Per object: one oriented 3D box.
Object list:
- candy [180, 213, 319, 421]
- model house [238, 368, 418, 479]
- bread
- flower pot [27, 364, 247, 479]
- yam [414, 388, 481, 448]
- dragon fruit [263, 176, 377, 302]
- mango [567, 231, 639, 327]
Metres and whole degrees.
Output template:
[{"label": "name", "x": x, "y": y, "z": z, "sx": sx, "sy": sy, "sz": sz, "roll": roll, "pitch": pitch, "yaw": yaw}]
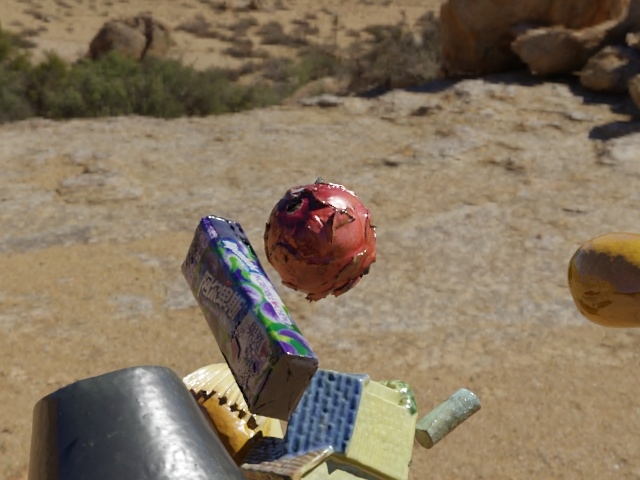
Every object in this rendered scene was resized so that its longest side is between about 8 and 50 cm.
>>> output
[{"label": "candy", "x": -0.090, "y": 0.078, "z": 0.947, "sx": 0.061, "sy": 0.088, "sz": 0.312, "roll": 13, "pitch": 22, "yaw": -30}, {"label": "model house", "x": -0.011, "y": 0.370, "z": 1.456, "sx": 0.266, "sy": 0.321, "sz": 0.261, "roll": 30, "pitch": -26, "yaw": -36}, {"label": "bread", "x": -0.171, "y": 0.432, "z": 1.559, "sx": 0.236, "sy": 0.389, "sz": 0.183, "roll": -18, "pitch": 3, "yaw": 32}, {"label": "flower pot", "x": -0.275, "y": 0.331, "z": 1.193, "sx": 0.379, "sy": 0.379, "sz": 0.251, "roll": -8, "pitch": 67, "yaw": -23}, {"label": "yam", "x": 0.288, "y": 0.403, "z": 1.874, "sx": 0.169, "sy": 0.068, "sz": 0.068, "roll": -29, "pitch": 35, "yaw": -28}, {"label": "dragon fruit", "x": 0.000, "y": 0.000, "z": 2.113, "sx": 0.295, "sy": 0.302, "sz": 0.296, "roll": -14, "pitch": 51, "yaw": 18}, {"label": "mango", "x": 0.447, "y": 0.064, "z": 1.173, "sx": 0.109, "sy": 0.147, "sz": 0.227, "roll": 41, "pitch": -5, "yaw": -28}]
